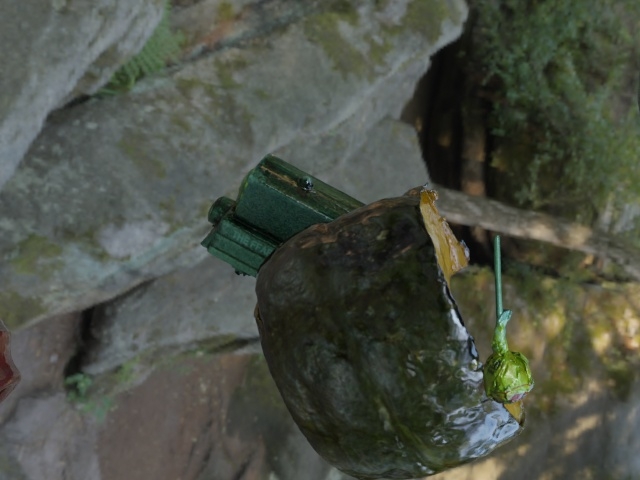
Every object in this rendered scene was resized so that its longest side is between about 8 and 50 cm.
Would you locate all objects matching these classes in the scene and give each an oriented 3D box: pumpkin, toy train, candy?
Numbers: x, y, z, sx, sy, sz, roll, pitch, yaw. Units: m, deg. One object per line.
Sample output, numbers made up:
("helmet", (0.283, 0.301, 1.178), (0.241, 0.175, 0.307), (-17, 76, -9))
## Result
("pumpkin", (0.080, 0.109, 1.002), (0.256, 0.225, 0.303), (28, 36, -62))
("toy train", (0.000, 0.000, 1.302), (0.178, 0.330, 0.138), (-63, 177, 35))
("candy", (0.131, 0.057, 0.648), (0.035, 0.035, 0.123), (-172, -104, -75))

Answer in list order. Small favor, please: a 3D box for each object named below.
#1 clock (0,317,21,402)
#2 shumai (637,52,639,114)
("clock", (-0.319, 0.153, 0.542), (0.318, 0.080, 0.318), (-41, -177, 3))
("shumai", (0.455, -0.108, 0.726), (0.323, 0.397, 0.324), (26, 48, -72))
